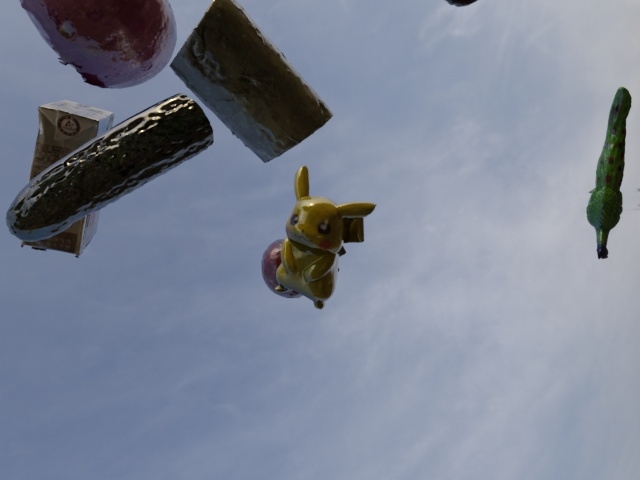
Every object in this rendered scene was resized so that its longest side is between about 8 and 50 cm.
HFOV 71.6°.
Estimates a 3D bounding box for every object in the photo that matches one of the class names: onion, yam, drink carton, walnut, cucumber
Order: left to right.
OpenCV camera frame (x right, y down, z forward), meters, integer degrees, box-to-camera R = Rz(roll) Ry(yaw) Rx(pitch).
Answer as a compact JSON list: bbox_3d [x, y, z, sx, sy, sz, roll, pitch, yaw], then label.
[{"bbox_3d":[-0.591,-0.150,1.046,0.131,0.194,0.325,12,-74,-20],"label":"drink carton"},{"bbox_3d":[-0.395,-0.471,0.827,0.344,0.358,0.359,-17,-79,-28],"label":"onion"},{"bbox_3d":[-0.239,-0.082,0.504,0.241,0.074,0.075,-36,-67,-18],"label":"cucumber"},{"bbox_3d":[-0.114,-0.254,0.736,0.268,0.161,0.161,45,-119,-26],"label":"yam"},{"bbox_3d":[-0.103,0.074,1.551,0.221,0.269,0.244,22,-93,-24],"label":"walnut"}]

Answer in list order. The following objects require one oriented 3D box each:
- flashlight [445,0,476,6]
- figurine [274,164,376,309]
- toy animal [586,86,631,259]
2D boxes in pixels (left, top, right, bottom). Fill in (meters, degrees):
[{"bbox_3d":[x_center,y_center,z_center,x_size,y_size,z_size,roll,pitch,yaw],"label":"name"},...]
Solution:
[{"bbox_3d":[0.195,-0.526,0.808,0.103,0.103,0.424,36,-151,-35],"label":"flashlight"},{"bbox_3d":[-0.001,0.007,1.114,0.169,0.218,0.327,-46,-29,-55],"label":"figurine"},{"bbox_3d":[0.383,-0.085,0.590,0.075,0.041,0.217,-10,-74,-59],"label":"toy animal"}]
